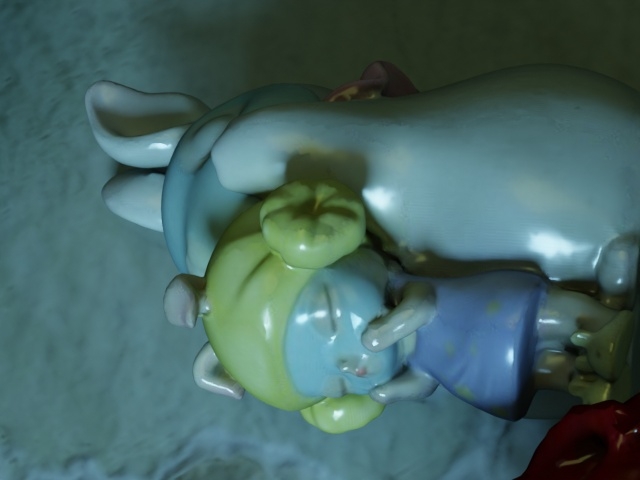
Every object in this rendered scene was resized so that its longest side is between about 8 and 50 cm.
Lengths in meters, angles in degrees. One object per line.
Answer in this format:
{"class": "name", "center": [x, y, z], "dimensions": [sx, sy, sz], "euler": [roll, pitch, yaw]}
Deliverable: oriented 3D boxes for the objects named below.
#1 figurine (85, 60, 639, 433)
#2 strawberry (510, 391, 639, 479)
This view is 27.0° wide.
{"class": "figurine", "center": [0.000, 0.000, 0.486], "dimensions": [0.236, 0.127, 0.155], "euler": [4, 45, 18]}
{"class": "strawberry", "center": [0.149, 0.167, 0.347], "dimensions": [0.261, 0.258, 0.261], "euler": [-13, 66, 30]}
